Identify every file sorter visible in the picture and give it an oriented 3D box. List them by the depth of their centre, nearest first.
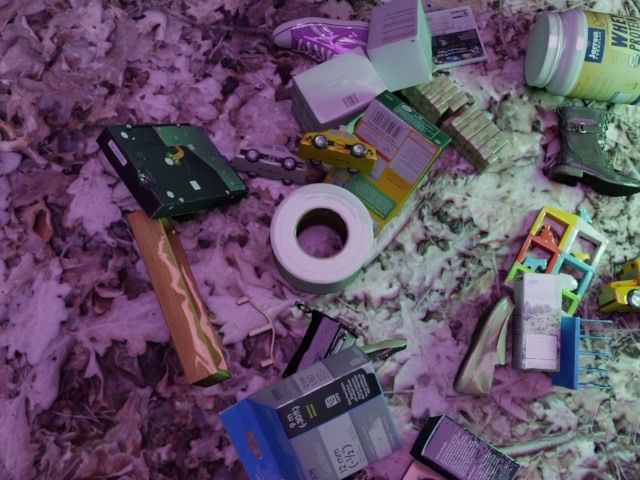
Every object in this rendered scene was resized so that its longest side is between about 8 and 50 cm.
[{"bbox_3d":[0.636,0.272,1.788,0.105,0.118,0.170,4,85,-7],"label":"file sorter"}]

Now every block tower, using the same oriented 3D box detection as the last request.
[{"bbox_3d":[0.355,-0.335,1.970,0.097,0.091,0.335,-38,81,-12],"label":"block tower"}]

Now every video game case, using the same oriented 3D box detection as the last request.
[{"bbox_3d":[0.354,-0.566,2.073,0.191,0.022,0.173,-13,75,-8],"label":"video game case"}]

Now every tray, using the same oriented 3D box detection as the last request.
[{"bbox_3d":[-0.328,0.137,1.725,0.076,0.203,0.410,-22,77,-3],"label":"tray"}]

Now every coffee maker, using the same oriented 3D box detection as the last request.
[{"bbox_3d":[-0.020,0.267,1.767,0.171,0.120,0.178,23,72,20],"label":"coffee maker"}]

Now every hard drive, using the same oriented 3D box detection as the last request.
[{"bbox_3d":[-0.345,-0.175,1.772,0.064,0.339,0.236,-43,78,29],"label":"hard drive"}]

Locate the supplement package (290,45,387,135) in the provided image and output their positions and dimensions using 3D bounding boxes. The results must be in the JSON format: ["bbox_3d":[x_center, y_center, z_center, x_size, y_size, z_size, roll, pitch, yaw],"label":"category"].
[{"bbox_3d":[0.042,-0.354,1.895,0.194,0.203,0.149,-27,78,-10],"label":"supplement package"}]

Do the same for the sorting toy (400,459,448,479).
[{"bbox_3d":[0.261,0.678,1.673,0.256,0.089,0.257,32,75,5],"label":"sorting toy"}]

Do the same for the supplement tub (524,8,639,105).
[{"bbox_3d":[0.730,-0.490,1.971,0.317,0.228,0.228,6,74,-2],"label":"supplement tub"}]

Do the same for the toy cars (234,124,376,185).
[{"bbox_3d":[-0.039,-0.218,1.833,0.394,0.176,0.087,-6,61,36],"label":"toy cars"}]

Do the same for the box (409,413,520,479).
[{"bbox_3d":[0.327,0.501,1.697,0.207,0.153,0.108,32,75,6],"label":"box"}]

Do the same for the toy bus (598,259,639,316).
[{"bbox_3d":[0.879,0.118,1.868,0.333,0.108,0.130,-1,74,-4],"label":"toy bus"}]

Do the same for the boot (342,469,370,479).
[{"bbox_3d":[0.061,0.653,1.668,0.179,0.085,0.236,-18,74,-11],"label":"boot"}]

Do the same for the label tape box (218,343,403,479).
[{"bbox_3d":[-0.017,0.424,1.655,0.348,0.115,0.249,-25,112,-12],"label":"label tape box"}]

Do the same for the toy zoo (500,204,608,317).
[{"bbox_3d":[0.617,0.039,1.912,0.192,0.030,0.293,29,74,4],"label":"toy zoo"}]

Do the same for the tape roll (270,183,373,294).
[{"bbox_3d":[0.000,0.000,1.802,0.246,0.169,0.245,0,77,-1],"label":"tape roll"}]

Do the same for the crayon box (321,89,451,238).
[{"bbox_3d":[0.151,-0.186,1.845,0.203,0.323,0.083,39,39,7],"label":"crayon box"}]

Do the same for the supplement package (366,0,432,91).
[{"bbox_3d":[0.207,-0.512,1.913,0.134,0.139,0.244,-12,38,18],"label":"supplement package"}]

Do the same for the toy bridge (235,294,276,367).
[{"bbox_3d":[-0.145,0.220,1.809,0.063,0.026,0.188,-21,77,-11],"label":"toy bridge"}]

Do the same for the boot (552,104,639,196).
[{"bbox_3d":[0.748,-0.249,1.974,0.263,0.091,0.228,15,74,2],"label":"boot"}]

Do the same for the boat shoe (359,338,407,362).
[{"bbox_3d":[0.150,0.272,1.808,0.133,0.049,0.041,-12,103,-14],"label":"boat shoe"}]

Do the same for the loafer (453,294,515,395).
[{"bbox_3d":[0.414,0.262,1.804,0.092,0.102,0.268,27,83,2],"label":"loafer"}]

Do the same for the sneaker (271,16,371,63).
[{"bbox_3d":[0.012,-0.509,1.993,0.282,0.102,0.160,-2,77,-5],"label":"sneaker"}]

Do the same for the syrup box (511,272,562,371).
[{"bbox_3d":[0.528,0.199,1.806,0.093,0.096,0.236,3,82,1],"label":"syrup box"}]
